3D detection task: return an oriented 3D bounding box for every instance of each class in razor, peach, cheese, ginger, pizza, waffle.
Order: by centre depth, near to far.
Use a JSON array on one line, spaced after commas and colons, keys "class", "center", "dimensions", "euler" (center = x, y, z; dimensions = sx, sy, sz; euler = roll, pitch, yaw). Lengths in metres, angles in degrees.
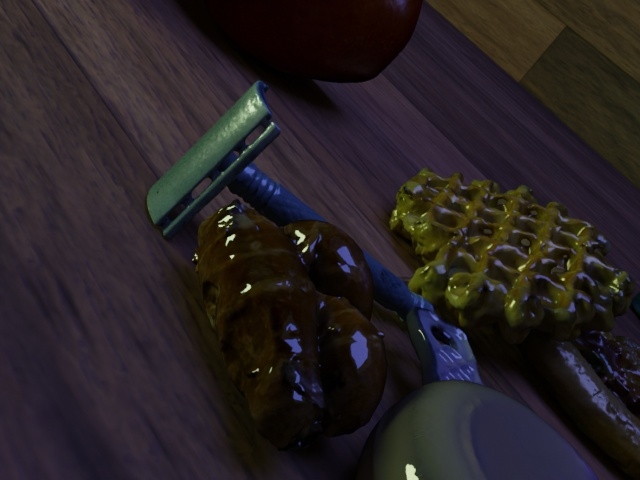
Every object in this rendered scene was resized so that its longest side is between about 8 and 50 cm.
[{"class": "cheese", "center": [0.092, 0.126, 0.425], "dimensions": [0.163, 0.082, 0.286], "euler": [33, 22, -15]}, {"class": "ginger", "center": [-0.012, 0.050, 0.428], "dimensions": [0.103, 0.073, 0.162], "euler": [7, 42, -29]}, {"class": "razor", "center": [0.000, 0.000, 0.542], "dimensions": [0.232, 0.106, 0.068], "euler": [38, 21, -32]}, {"class": "pizza", "center": [0.270, 0.128, 0.712], "dimensions": [0.197, 0.058, 0.292], "euler": [11, 35, -47]}, {"class": "waffle", "center": [0.162, 0.004, 0.717], "dimensions": [0.249, 0.056, 0.253], "euler": [-9, 38, -35]}, {"class": "peach", "center": [-0.016, -0.309, 0.904], "dimensions": [0.245, 0.248, 0.275], "euler": [-34, 86, -31]}]

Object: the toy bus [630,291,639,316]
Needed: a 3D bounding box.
[{"class": "toy bus", "center": [0.580, 0.058, 1.054], "dimensions": [0.128, 0.256, 0.147], "euler": [27, 28, -25]}]
